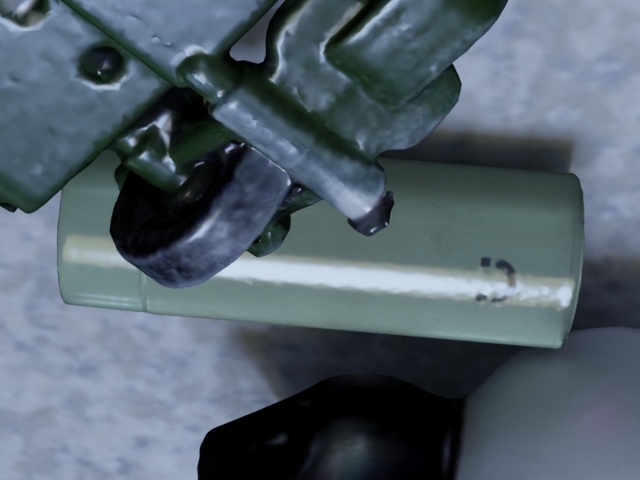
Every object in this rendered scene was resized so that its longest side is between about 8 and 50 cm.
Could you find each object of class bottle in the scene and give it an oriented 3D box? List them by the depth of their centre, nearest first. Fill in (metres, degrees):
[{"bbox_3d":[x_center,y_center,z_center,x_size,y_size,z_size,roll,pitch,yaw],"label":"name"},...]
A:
[{"bbox_3d":[0.000,0.000,0.707,0.202,0.072,0.072,4,134,-1],"label":"bottle"}]

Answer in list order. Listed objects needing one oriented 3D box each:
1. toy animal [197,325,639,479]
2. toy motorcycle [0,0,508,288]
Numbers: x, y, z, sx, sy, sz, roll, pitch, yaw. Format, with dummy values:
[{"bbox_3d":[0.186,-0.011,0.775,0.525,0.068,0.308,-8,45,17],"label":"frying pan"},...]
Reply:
[{"bbox_3d":[0.085,0.129,0.746,0.235,0.187,0.165,-12,128,16],"label":"toy animal"},{"bbox_3d":[-0.035,-0.101,0.560,0.205,0.127,0.275,37,114,-27],"label":"toy motorcycle"}]
